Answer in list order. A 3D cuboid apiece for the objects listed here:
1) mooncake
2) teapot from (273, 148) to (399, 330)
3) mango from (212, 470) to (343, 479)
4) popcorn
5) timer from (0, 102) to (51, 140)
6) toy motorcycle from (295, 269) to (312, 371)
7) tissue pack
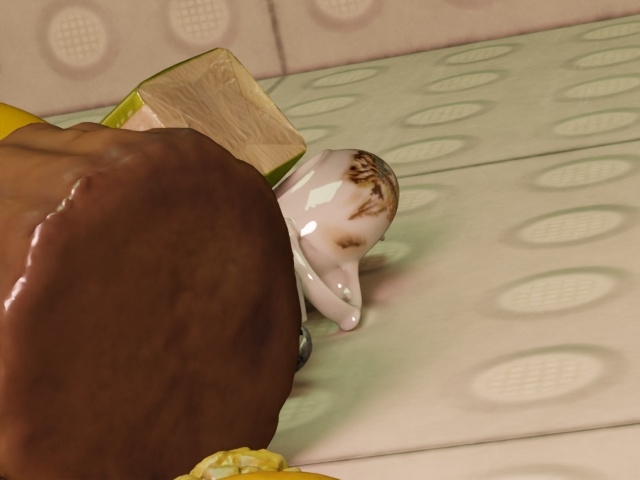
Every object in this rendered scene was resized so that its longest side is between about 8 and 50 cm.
[{"bbox_3d":[-0.175,0.063,1.488,0.187,0.324,0.324,12,27,43],"label":"mooncake"},{"bbox_3d":[0.000,0.000,2.015,0.204,0.139,0.298,-36,9,20],"label":"teapot"},{"bbox_3d":[-0.028,0.213,1.221,0.195,0.137,0.098,-3,-33,-33],"label":"mango"},{"bbox_3d":[-0.059,0.202,1.332,0.106,0.116,0.120,-34,26,41],"label":"popcorn"},{"bbox_3d":[-0.357,0.035,1.708,0.387,0.376,0.376,11,26,44],"label":"timer"},{"bbox_3d":[-0.081,0.076,1.825,0.151,0.074,0.228,-31,35,9],"label":"toy motorcycle"},{"bbox_3d":[-0.184,-0.051,2.082,0.275,0.167,0.200,-43,-6,33],"label":"tissue pack"}]
